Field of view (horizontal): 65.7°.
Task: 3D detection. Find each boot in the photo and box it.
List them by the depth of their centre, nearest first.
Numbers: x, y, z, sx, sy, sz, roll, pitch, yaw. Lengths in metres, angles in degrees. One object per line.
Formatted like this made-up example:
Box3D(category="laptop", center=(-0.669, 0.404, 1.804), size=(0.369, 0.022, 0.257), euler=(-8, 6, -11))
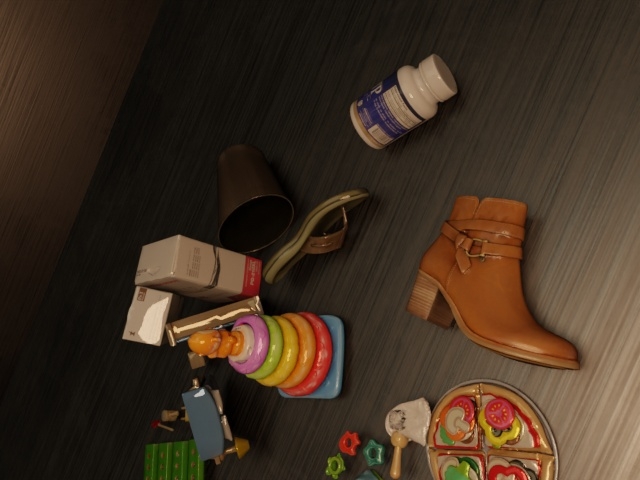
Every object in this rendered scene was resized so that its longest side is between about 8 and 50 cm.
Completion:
Box3D(category="boot", center=(0.273, 0.052, 0.739), size=(0.283, 0.109, 0.220), euler=(21, 86, 54))

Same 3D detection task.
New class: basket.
Box3D(category="basket", center=(-0.175, -0.117, 1.210), size=(0.204, 0.154, 0.227), euler=(-41, 46, 26))

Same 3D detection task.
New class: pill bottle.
Box3D(category="pill bottle", center=(0.160, -0.267, 0.953), size=(0.186, 0.112, 0.112), euler=(-28, 56, 34))

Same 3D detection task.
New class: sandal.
Box3D(category="sandal", center=(0.000, 0.001, 1.031), size=(0.303, 0.120, 0.086), euler=(-46, 75, 25))

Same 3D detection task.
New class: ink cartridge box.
Box3D(category="ink cartridge box", center=(-0.285, 0.075, 1.175), size=(0.172, 0.237, 0.100), euler=(-13, 65, 41))

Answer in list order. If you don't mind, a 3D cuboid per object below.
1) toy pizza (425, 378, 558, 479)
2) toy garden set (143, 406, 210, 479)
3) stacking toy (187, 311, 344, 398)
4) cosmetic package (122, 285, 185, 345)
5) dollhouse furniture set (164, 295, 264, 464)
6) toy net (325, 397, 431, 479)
Box3D(category="toy pizza", center=(0.235, 0.303, 0.715), size=(0.201, 0.032, 0.201), euler=(-19, 62, 40))
Box3D(category="toy garden set", center=(-0.345, 0.499, 1.214), size=(0.244, 0.049, 0.204), euler=(-23, 61, 39))
Box3D(category="stacking toy", center=(-0.109, 0.196, 0.904), size=(0.175, 0.301, 0.166), euler=(-15, 64, 42))
Box3D(category="cosmetic package", center=(-0.374, 0.173, 1.136), size=(0.231, 0.085, 0.117), euler=(145, 138, -78))
Box3D(category="dollhouse furniture set", center=(-0.195, 0.299, 1.118), size=(0.286, 0.198, 0.303), euler=(140, 114, -79))
Box3D(category="toy net", center=(0.106, 0.342, 0.824), size=(0.232, 0.045, 0.122), euler=(-55, 43, 12))
